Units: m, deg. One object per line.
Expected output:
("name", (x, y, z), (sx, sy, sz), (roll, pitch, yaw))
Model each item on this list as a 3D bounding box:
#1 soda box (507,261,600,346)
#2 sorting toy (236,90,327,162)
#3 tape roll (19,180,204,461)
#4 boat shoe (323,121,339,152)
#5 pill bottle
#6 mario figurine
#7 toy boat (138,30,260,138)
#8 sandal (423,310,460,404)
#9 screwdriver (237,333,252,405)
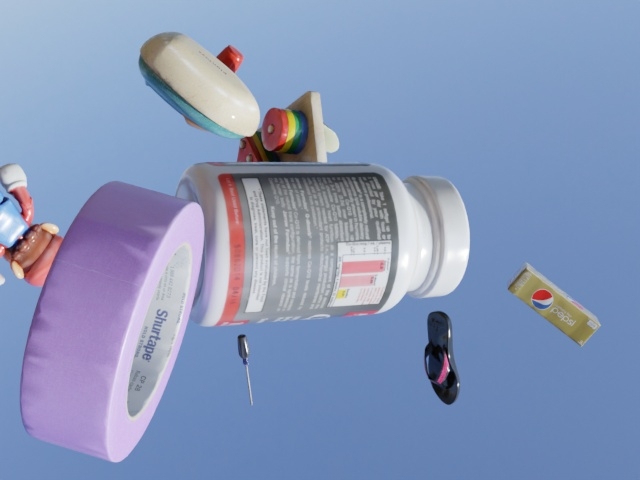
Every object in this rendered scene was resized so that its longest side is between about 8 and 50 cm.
("soda box", (0.450, 0.122, 1.742), (0.058, 0.181, 0.061), (-52, 179, 15))
("sorting toy", (-0.094, -0.147, 1.849), (0.089, 0.255, 0.257), (4, 163, -32))
("tape roll", (-0.205, 0.081, 0.924), (0.090, 0.274, 0.275), (16, -146, 4))
("boat shoe", (-0.001, -0.259, 2.132), (0.049, 0.133, 0.042), (-39, -140, 11))
("pill bottle", (0.000, 0.000, 1.196), (0.363, 0.210, 0.210), (-2, -159, -22))
("mario figurine", (-0.637, -0.025, 1.769), (0.198, 0.320, 0.170), (-31, -141, 9))
("toy boat", (-0.234, -0.301, 1.786), (0.148, 0.267, 0.318), (-47, -172, 19))
("sandal", (0.207, 0.211, 1.594), (0.067, 0.179, 0.040), (10, -154, 44))
("screwdriver", (-0.154, 0.270, 1.873), (0.024, 0.169, 0.025), (-9, -152, -8))
